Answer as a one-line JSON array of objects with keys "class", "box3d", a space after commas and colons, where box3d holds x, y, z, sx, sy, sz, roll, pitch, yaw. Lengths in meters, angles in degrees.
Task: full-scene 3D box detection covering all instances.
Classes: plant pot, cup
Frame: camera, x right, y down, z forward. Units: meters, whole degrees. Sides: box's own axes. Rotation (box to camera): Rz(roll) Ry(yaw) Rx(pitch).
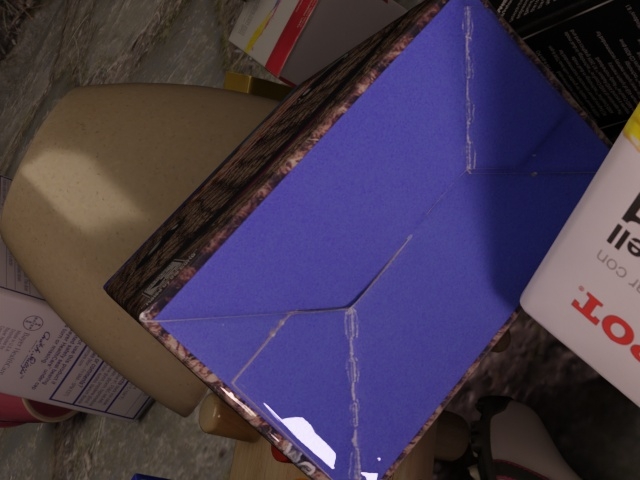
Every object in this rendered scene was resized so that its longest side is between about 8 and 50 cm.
[{"class": "plant pot", "box3d": [-0.454, 0.202, 1.262, 0.180, 0.201, 0.201, 5, 75, 40]}, {"class": "plant pot", "box3d": [-0.076, -0.159, 1.011, 0.081, 0.081, 0.083, 27, 106, 58]}, {"class": "cup", "box3d": [-0.167, -0.026, 0.807, 0.331, 0.237, 0.331, -61, 8, 15]}]

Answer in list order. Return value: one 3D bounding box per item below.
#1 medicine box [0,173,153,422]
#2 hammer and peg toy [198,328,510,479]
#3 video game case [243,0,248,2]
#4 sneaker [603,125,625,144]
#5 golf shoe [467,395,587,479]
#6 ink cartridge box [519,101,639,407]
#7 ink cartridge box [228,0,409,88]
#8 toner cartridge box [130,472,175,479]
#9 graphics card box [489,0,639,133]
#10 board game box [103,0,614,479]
[{"class": "medicine box", "box3d": [-0.353, 0.073, 1.077, 0.149, 0.289, 0.263, -52, 35, 20]}, {"class": "hammer and peg toy", "box3d": [-0.001, 0.180, 0.636, 0.266, 0.127, 0.361, -17, 57, 54]}, {"class": "video game case", "box3d": [-0.017, -0.395, 0.930, 0.035, 0.248, 0.275, 36, 104, 20]}, {"class": "sneaker", "box3d": [0.262, -0.063, 0.461, 0.106, 0.101, 0.267, -52, 23, -22]}, {"class": "golf shoe", "box3d": [0.160, 0.191, 0.455, 0.120, 0.105, 0.273, -20, 35, 8]}, {"class": "ink cartridge box", "box3d": [0.226, -0.022, 0.281, 0.201, 0.117, 0.278, 43, 138, 24]}, {"class": "ink cartridge box", "box3d": [0.002, -0.227, 0.884, 0.127, 0.128, 0.176, -60, 33, 12]}, {"class": "toner cartridge box", "box3d": [-0.242, 0.442, 0.895, 0.348, 0.075, 0.165, -55, 33, 19]}, {"class": "graphics card box", "box3d": [0.250, -0.184, 0.451, 0.371, 0.094, 0.233, -17, 32, 52]}, {"class": "board game box", "box3d": [0.000, 0.000, 0.518, 0.232, 0.141, 0.291, -48, 13, -13]}]
